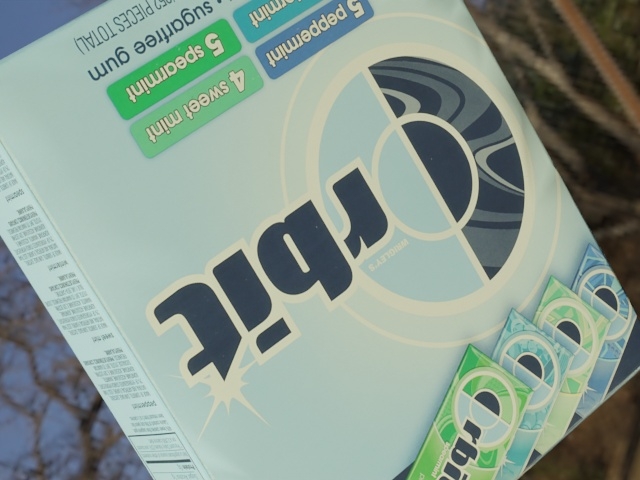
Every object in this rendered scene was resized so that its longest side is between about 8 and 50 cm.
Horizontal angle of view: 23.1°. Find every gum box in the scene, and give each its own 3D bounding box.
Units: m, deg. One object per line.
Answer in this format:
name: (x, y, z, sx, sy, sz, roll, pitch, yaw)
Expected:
gum box: (0.000, 0.000, 0.468, 0.157, 0.184, 0.041, -35, 11, -29)
